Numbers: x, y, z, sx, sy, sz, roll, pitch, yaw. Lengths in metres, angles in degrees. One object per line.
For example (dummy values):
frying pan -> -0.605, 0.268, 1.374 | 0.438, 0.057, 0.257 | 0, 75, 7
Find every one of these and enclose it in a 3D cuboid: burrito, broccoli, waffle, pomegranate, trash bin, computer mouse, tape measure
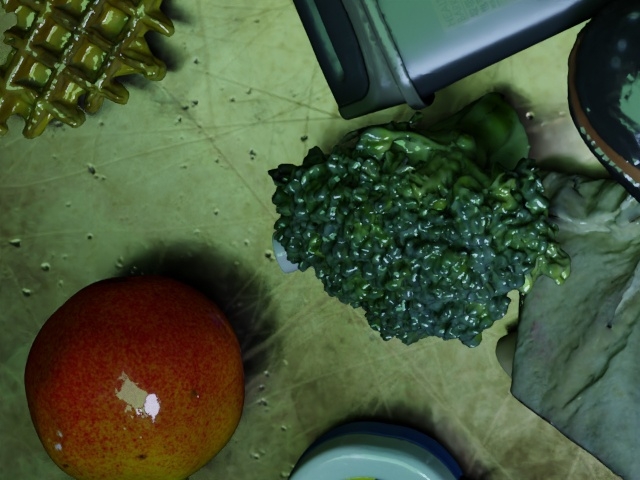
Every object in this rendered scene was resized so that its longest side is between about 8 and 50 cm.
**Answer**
burrito -> 0.252, 0.087, 1.844 | 0.175, 0.107, 0.347 | -20, 58, 46
broccoli -> 0.104, -0.026, 1.856 | 0.288, 0.245, 0.248 | 38, 142, 22
waffle -> -0.271, -0.259, 1.970 | 0.260, 0.069, 0.293 | -20, 95, 13
pomegranate -> -0.181, 0.161, 1.973 | 0.221, 0.221, 0.256 | -8, 109, 13
trash bin -> 0.120, -0.246, 1.835 | 0.290, 0.182, 0.209 | -22, 93, 10
computer mouse -> 0.355, -0.088, 1.768 | 0.323, 0.116, 0.183 | 42, 79, -18
tape measure -> -0.011, 0.288, 2.018 | 0.351, 0.098, 0.215 | 7, 106, 7

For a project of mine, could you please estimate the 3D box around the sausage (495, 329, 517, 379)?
sausage -> 0.315, 0.062, 1.919 | 0.301, 0.066, 0.066 | -28, 96, 16

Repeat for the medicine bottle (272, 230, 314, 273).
medicine bottle -> 0.000, 0.000, 1.976 | 0.089, 0.052, 0.052 | -17, 98, 15
